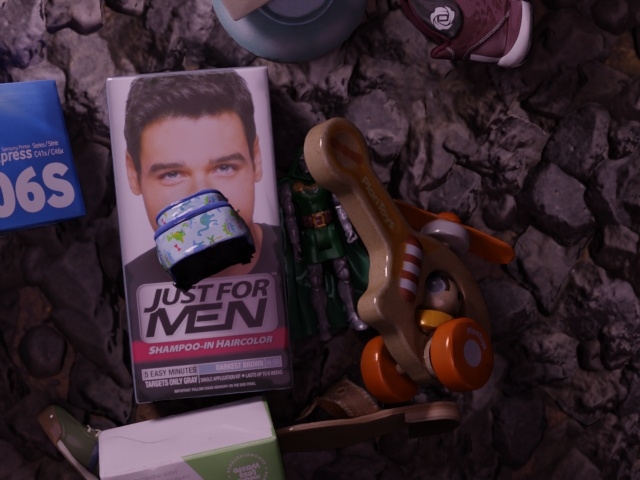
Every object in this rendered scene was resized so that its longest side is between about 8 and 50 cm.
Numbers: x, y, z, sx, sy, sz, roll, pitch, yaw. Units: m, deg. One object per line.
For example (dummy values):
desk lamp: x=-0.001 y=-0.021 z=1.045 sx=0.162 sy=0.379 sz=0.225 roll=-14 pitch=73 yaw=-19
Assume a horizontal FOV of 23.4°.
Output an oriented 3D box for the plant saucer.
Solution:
plant saucer: x=-0.034 y=-0.307 z=1.820 sx=0.195 sy=0.037 sz=0.195 roll=-1 pitch=95 yaw=-7

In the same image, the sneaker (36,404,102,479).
sneaker: x=-0.248 y=0.255 z=1.842 sx=0.086 sy=0.064 sz=0.192 roll=-36 pitch=105 yaw=-2

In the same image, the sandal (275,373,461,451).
sandal: x=0.047 y=0.201 z=1.876 sx=0.240 sy=0.088 sz=0.079 roll=-6 pitch=64 yaw=-2

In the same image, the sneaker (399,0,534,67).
sneaker: x=0.166 y=-0.342 z=1.809 sx=0.162 sy=0.106 sz=0.281 roll=-2 pitch=97 yaw=-4

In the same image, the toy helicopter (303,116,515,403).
toy helicopter: x=0.100 y=0.003 z=1.800 sx=0.355 sy=0.140 sz=0.235 roll=58 pitch=46 yaw=-17

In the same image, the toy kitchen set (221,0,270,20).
toy kitchen set: x=-0.110 y=-0.392 z=1.767 sx=0.122 sy=0.166 sz=0.207 roll=-30 pitch=123 yaw=4

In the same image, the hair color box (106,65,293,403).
hair color box: x=-0.142 y=-0.011 z=1.800 sx=0.185 sy=0.113 sz=0.374 roll=-5 pitch=96 yaw=-7

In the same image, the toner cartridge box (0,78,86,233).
toner cartridge box: x=-0.421 y=-0.075 z=1.659 sx=0.348 sy=0.075 sz=0.165 roll=-14 pitch=90 yaw=-49

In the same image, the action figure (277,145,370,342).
action figure: x=0.000 y=0.000 z=1.845 sx=0.137 sy=0.063 sz=0.232 roll=-16 pitch=100 yaw=-13

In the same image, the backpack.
backpack: x=-0.132 y=-0.005 z=1.687 sx=0.105 sy=0.114 sz=0.084 roll=-25 pitch=79 yaw=-2

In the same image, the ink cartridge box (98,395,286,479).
ink cartridge box: x=-0.126 y=0.380 z=1.806 sx=0.207 sy=0.119 sz=0.353 roll=-12 pitch=111 yaw=-6
